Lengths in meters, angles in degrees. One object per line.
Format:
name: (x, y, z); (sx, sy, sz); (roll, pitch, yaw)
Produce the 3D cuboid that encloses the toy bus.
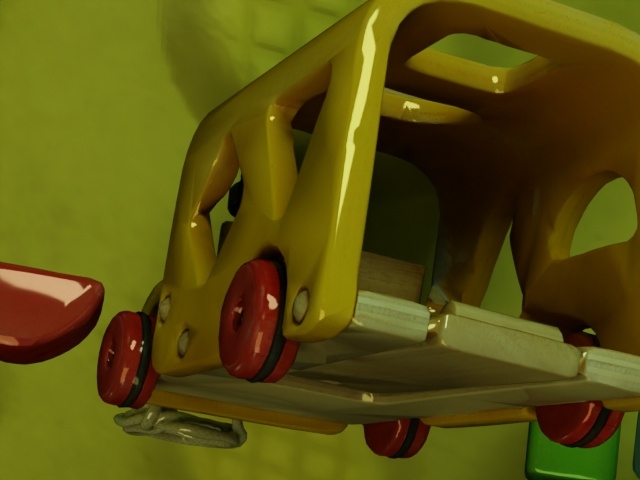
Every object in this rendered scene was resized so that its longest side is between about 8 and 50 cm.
toy bus: (0.010, -0.001, 0.405); (0.202, 0.191, 0.104); (3, 76, 21)
